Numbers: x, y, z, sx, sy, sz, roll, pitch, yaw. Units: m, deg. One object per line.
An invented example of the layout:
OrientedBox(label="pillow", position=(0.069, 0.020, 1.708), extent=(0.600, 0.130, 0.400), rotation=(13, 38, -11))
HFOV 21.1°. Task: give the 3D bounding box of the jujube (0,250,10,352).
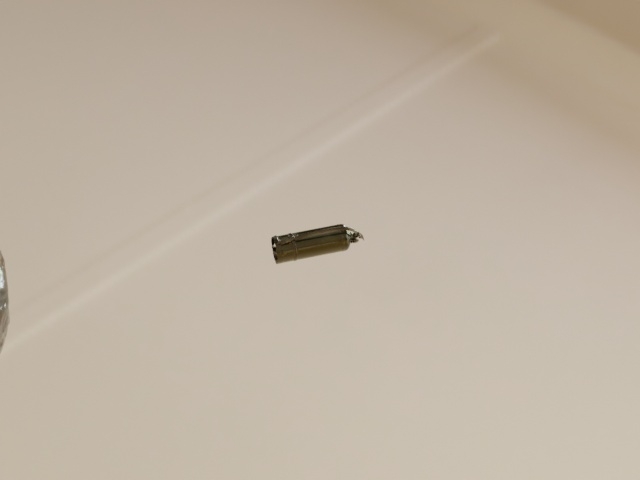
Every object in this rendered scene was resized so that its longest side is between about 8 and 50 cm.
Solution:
OrientedBox(label="jujube", position=(-0.460, 0.052, 1.729), extent=(0.308, 0.215, 0.246), rotation=(-3, -144, -44))

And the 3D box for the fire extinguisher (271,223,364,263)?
OrientedBox(label="fire extinguisher", position=(0.000, 0.000, 1.501), extent=(0.083, 0.038, 0.025), rotation=(-10, -110, -11))
